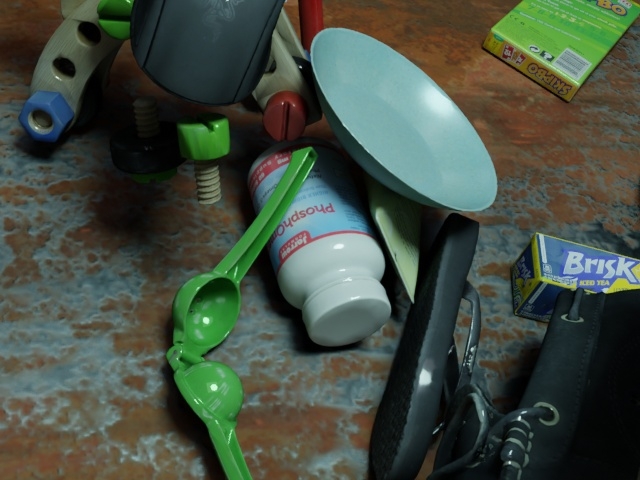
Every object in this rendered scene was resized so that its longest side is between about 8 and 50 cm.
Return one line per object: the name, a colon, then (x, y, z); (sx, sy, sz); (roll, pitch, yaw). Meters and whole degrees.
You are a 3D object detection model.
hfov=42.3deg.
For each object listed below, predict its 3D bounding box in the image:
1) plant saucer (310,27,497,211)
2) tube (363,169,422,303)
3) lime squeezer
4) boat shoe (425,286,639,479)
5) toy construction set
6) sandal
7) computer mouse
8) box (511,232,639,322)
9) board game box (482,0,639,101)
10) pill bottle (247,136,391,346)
plant saucer: (0.061, -0.090, 0.670); (0.195, 0.037, 0.195); (28, 37, -23)
tube: (0.062, -0.058, 0.727); (0.070, 0.062, 0.240); (23, 37, -15)
lime squeezer: (-0.055, 0.081, 0.578); (0.110, 0.059, 0.310); (-5, 59, 10)
boat shoe: (0.131, 0.177, 0.498); (0.156, 0.186, 0.500); (18, 37, 28)
toy construction set: (-0.102, -0.215, 0.673); (0.257, 0.237, 0.309); (15, 33, 29)
sandal: (0.097, 0.072, 0.630); (0.054, 0.097, 0.254); (24, 47, 0)
computer mouse: (-0.089, -0.226, 0.548); (0.184, 0.060, 0.262); (24, 62, -16)
box: (0.260, 0.049, 0.739); (0.169, 0.054, 0.059); (14, 48, -8)
board game box: (0.314, -0.273, 1.048); (0.124, 0.039, 0.259); (36, 51, 11)
pill bottle: (0.000, 0.000, 0.663); (0.087, 0.087, 0.160); (-3, 52, -23)
